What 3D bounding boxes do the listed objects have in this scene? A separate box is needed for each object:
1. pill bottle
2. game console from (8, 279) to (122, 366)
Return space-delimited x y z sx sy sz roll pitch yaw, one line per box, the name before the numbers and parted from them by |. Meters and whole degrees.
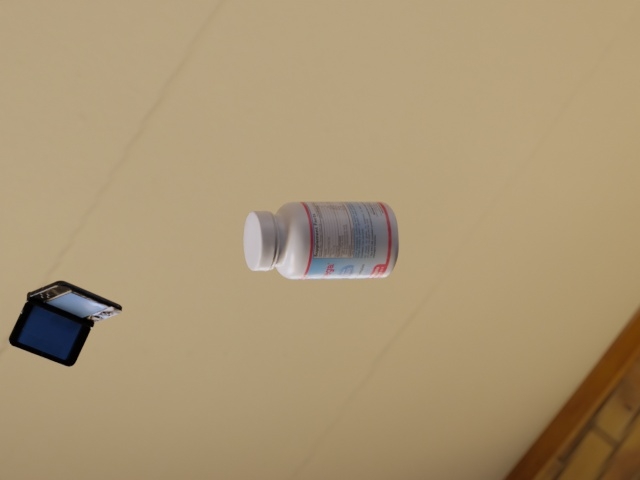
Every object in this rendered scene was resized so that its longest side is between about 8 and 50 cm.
pill bottle | 0.000 0.000 1.639 0.160 0.087 0.087 -1 -54 -20
game console | -0.356 0.118 2.068 0.107 0.071 0.122 -21 -33 34
